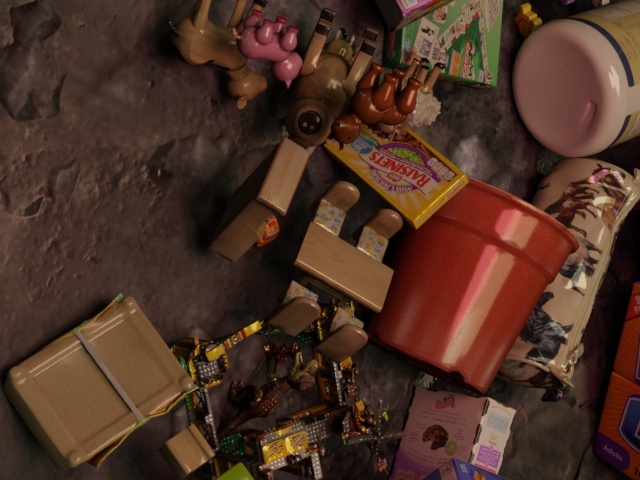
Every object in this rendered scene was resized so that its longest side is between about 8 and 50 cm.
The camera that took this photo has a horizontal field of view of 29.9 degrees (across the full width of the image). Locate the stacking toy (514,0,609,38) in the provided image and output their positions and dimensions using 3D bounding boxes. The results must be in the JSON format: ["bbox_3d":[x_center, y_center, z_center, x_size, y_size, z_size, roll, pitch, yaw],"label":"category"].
[{"bbox_3d":[0.420,-0.434,1.958,0.167,0.221,0.052,-25,66,-20],"label":"stacking toy"}]

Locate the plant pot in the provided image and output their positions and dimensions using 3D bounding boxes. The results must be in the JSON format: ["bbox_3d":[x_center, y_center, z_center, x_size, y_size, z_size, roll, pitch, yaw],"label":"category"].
[{"bbox_3d":[0.208,0.071,1.794,0.272,0.272,0.265,32,80,-33],"label":"plant pot"}]

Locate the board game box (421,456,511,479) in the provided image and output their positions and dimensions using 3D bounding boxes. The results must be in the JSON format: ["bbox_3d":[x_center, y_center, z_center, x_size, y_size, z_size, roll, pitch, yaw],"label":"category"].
[{"bbox_3d":[0.156,0.460,1.713,0.233,0.347,0.078,28,33,-34],"label":"board game box"}]

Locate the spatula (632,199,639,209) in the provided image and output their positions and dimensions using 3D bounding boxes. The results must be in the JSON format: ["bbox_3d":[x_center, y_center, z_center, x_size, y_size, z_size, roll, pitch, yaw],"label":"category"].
[{"bbox_3d":[0.580,-0.064,2.197,0.296,0.030,0.084,1,93,-37],"label":"spatula"}]

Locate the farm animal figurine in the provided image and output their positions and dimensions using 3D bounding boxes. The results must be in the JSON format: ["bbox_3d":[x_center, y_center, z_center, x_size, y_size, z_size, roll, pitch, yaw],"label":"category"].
[{"bbox_3d":[-0.022,-0.215,1.632,0.172,0.330,0.327,-65,167,21],"label":"farm animal figurine"}]

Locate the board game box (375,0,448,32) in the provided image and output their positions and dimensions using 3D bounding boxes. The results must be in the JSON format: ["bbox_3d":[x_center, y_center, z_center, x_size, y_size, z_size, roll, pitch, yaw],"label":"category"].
[{"bbox_3d":[0.201,-0.437,1.750,0.275,0.144,0.142,-28,92,-3],"label":"board game box"}]

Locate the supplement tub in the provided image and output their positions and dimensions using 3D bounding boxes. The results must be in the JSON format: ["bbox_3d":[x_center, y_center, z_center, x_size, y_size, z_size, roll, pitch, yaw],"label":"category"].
[{"bbox_3d":[0.503,-0.284,2.014,0.316,0.228,0.228,-21,103,-35],"label":"supplement tub"}]

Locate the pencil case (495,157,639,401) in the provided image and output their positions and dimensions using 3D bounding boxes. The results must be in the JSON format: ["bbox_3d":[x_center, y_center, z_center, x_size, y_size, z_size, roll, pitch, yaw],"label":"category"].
[{"bbox_3d":[0.397,0.052,1.968,0.410,0.183,0.160,-65,147,-18],"label":"pencil case"}]

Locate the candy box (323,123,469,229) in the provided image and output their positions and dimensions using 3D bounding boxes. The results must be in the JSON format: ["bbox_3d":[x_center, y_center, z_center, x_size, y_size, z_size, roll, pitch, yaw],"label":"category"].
[{"bbox_3d":[0.107,-0.112,1.731,0.105,0.206,0.027,-44,147,-6],"label":"candy box"}]

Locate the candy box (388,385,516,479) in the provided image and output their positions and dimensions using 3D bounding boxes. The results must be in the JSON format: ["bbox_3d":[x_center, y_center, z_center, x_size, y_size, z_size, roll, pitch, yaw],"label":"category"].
[{"bbox_3d":[0.195,0.332,1.831,0.070,0.164,0.196,26,75,-34],"label":"candy box"}]

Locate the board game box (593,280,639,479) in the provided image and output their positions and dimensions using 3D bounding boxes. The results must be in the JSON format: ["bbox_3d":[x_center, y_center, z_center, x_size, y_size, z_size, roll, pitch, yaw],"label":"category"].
[{"bbox_3d":[0.750,0.261,2.062,0.356,0.356,0.356,-15,123,-36],"label":"board game box"}]

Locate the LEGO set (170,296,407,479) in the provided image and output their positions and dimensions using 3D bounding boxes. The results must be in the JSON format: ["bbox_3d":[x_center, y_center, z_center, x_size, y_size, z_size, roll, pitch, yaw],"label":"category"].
[{"bbox_3d":[-0.033,0.214,1.641,0.331,0.192,0.255,-5,93,-37],"label":"LEGO set"}]

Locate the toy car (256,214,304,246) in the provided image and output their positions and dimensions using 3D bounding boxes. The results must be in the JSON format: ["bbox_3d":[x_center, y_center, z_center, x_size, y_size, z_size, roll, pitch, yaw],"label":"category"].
[{"bbox_3d":[-0.048,-0.025,1.721,0.122,0.040,0.060,-6,94,-36],"label":"toy car"}]

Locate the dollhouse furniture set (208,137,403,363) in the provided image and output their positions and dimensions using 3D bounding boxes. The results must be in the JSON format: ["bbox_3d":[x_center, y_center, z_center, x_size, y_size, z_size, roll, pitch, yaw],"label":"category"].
[{"bbox_3d":[0.000,0.000,1.602,0.242,0.161,0.212,31,52,-14],"label":"dollhouse furniture set"}]

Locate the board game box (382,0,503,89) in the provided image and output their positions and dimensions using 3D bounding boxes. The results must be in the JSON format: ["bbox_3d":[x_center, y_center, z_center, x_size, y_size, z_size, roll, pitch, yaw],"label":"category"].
[{"bbox_3d":[0.204,-0.415,1.901,0.213,0.046,0.317,7,86,-38],"label":"board game box"}]

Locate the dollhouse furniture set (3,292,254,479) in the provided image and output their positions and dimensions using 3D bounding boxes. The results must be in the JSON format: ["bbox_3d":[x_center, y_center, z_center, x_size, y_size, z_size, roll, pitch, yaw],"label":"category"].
[{"bbox_3d":[-0.252,0.254,1.540,0.197,0.151,0.301,-33,80,-25],"label":"dollhouse furniture set"}]
